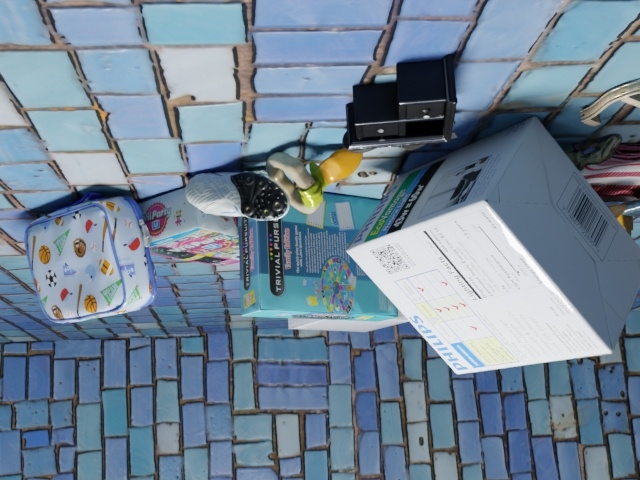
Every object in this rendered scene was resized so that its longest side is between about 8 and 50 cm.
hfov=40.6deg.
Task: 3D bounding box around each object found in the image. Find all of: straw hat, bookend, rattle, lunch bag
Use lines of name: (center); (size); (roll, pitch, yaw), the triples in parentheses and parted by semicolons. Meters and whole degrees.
straw hat: (0.548, -0.066, 1.777); (0.144, 0.061, 0.144); (-26, -171, 5)
bookend: (0.112, -0.194, 1.243); (0.156, 0.072, 0.157); (-4, 166, 3)
rattle: (-0.038, -0.131, 1.564); (0.130, 0.143, 0.199); (37, 167, -20)
lunch bag: (-0.457, 0.034, 1.728); (0.303, 0.243, 0.115); (-12, 180, 37)

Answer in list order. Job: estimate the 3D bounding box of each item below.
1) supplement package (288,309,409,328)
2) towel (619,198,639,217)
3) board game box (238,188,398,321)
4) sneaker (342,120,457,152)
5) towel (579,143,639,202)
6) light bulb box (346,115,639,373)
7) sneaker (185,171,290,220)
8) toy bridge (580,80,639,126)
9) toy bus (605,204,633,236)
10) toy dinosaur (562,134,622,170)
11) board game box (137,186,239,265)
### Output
supplement package: (0.072, 0.155, 2.288); (0.261, 0.145, 0.204); (7, 162, -35)
towel: (0.839, -0.106, 1.784); (0.370, 0.040, 0.271); (-17, 166, 37)
board game box: (-0.003, 0.031, 1.772); (0.336, 0.254, 0.079); (6, 164, -33)
sneaker: (0.126, -0.169, 1.398); (0.170, 0.051, 0.089); (-17, 157, 35)
towel: (0.613, -0.125, 1.739); (0.237, 0.037, 0.329); (-1, 167, -7)
light bulb box: (0.309, 0.028, 1.543); (0.358, 0.225, 0.361); (48, 145, -16)
sneaker: (-0.141, -0.080, 1.569); (0.237, 0.085, 0.086); (11, 180, 38)
toy bridge: (0.478, -0.221, 1.323); (0.063, 0.026, 0.188); (9, 162, -38)
toy bus: (0.522, -0.008, 1.946); (0.332, 0.130, 0.108); (-3, 175, 32)
toy dinosaur: (0.402, -0.144, 1.562); (0.268, 0.064, 0.118); (-7, 173, 27)
board game box: (-0.235, -0.024, 1.826); (0.224, 0.098, 0.303); (-14, 163, 35)
